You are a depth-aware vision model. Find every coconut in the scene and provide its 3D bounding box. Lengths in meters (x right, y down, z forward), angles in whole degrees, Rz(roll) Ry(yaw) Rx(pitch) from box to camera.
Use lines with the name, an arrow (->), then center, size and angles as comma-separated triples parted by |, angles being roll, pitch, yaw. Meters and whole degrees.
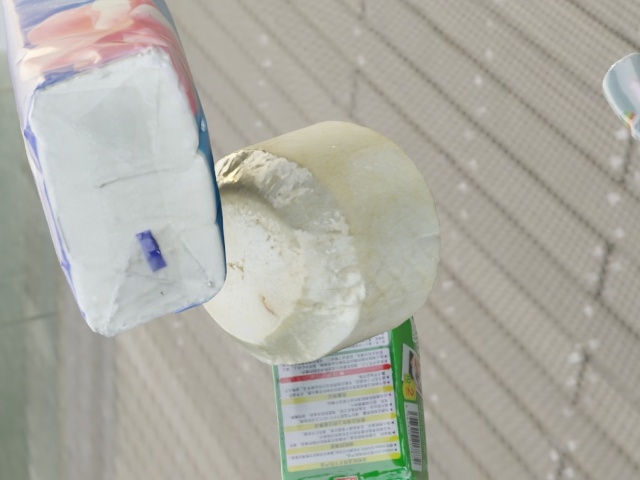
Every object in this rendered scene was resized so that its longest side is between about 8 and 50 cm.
coconut -> 0.000, 0.000, 1.368 | 0.202, 0.222, 0.202 | 13, 112, 34

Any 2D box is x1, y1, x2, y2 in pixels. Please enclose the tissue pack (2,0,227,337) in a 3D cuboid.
tissue pack -> -0.152, -0.083, 1.188 | 0.269, 0.137, 0.209 | -119, 17, -62

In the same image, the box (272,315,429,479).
box -> 0.035, 0.196, 1.935 | 0.103, 0.180, 0.250 | 48, -144, -72

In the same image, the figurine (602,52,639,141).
figurine -> 0.382, -0.017, 1.283 | 0.205, 0.225, 0.381 | 62, -166, -56
